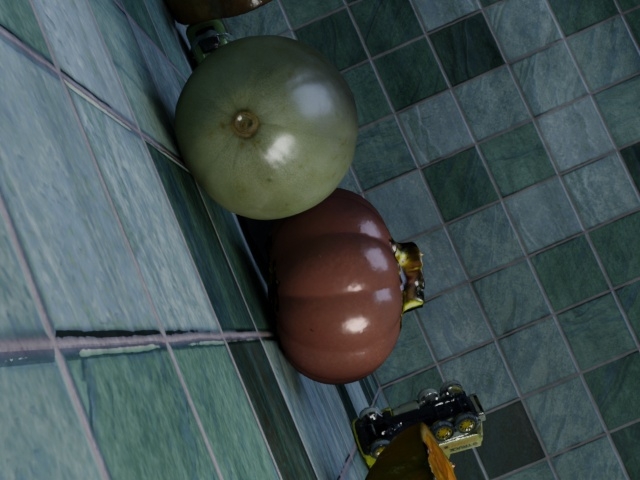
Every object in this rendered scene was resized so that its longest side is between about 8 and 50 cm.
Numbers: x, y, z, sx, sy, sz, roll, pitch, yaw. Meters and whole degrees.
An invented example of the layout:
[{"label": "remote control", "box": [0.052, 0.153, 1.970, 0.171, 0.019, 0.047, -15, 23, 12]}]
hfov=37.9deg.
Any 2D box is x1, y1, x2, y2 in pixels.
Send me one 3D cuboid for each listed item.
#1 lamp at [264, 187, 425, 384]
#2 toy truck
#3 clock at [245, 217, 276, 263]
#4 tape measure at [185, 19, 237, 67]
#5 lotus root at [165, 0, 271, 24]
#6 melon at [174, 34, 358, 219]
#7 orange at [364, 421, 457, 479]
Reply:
[{"label": "lamp", "box": [0.038, 0.068, 1.433, 0.305, 0.239, 0.305, 175, -90, -87]}, {"label": "toy truck", "box": [0.215, 0.414, 1.974, 0.124, 0.272, 0.157, -110, -177, -54]}, {"label": "clock", "box": [-0.084, -0.008, 1.711, 0.281, 0.055, 0.280, 62, 1, -3]}, {"label": "tape measure", "box": [-0.214, -0.381, 1.952, 0.200, 0.106, 0.175, -110, 180, -77]}, {"label": "lotus root", "box": [-0.149, -0.564, 1.925, 0.375, 0.390, 0.111, -91, 158, -59]}, {"label": "melon", "box": [-0.074, -0.158, 1.290, 0.308, 0.271, 0.272, 76, -8, -67]}, {"label": "orange", "box": [0.164, 0.402, 1.287, 0.310, 0.274, 0.274, -62, 140, -40]}]
